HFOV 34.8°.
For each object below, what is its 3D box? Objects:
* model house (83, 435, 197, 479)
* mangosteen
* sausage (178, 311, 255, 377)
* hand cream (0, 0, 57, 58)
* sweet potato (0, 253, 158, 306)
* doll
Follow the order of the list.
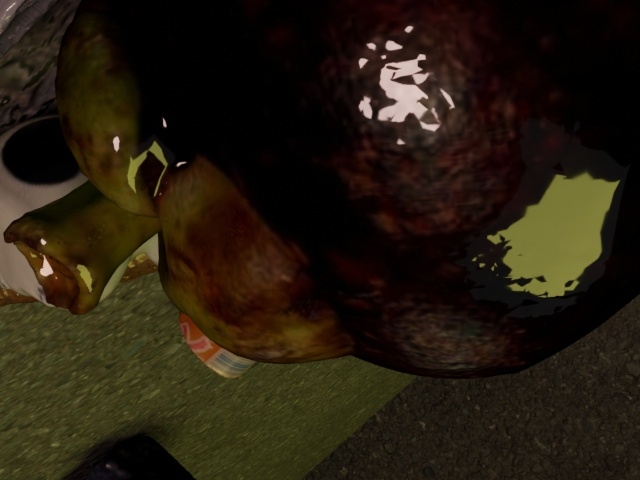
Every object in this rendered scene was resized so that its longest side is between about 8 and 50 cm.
[{"bbox_3d":[-0.269,0.415,1.307,0.298,0.243,0.284,-42,164,-27],"label":"model house"},{"bbox_3d":[0.033,-0.085,0.475,0.313,0.297,0.297,5,-171,31],"label":"mangosteen"},{"bbox_3d":[0.000,0.000,0.957,0.312,0.093,0.093,-43,164,19],"label":"sausage"},{"bbox_3d":[-0.131,-0.113,0.474,0.093,0.019,0.030,-41,166,7],"label":"hand cream"},{"bbox_3d":[-0.169,0.007,0.677,0.226,0.068,0.068,-16,161,-8],"label":"sweet potato"},{"bbox_3d":[-0.114,-0.028,0.592,0.110,0.107,0.181,9,-158,44],"label":"doll"}]
